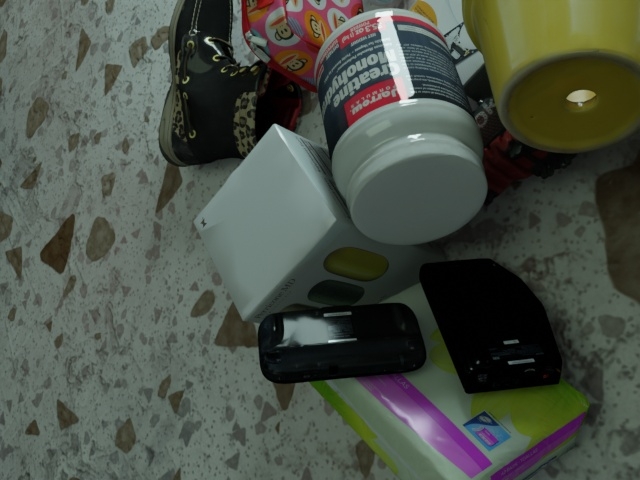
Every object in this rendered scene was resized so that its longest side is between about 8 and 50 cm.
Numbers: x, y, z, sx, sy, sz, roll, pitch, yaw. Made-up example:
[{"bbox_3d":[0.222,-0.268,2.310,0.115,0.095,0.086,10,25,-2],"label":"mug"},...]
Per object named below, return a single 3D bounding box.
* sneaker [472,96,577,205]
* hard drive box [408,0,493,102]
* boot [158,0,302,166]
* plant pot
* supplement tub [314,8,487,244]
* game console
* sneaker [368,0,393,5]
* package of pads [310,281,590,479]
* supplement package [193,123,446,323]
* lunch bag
[{"bbox_3d":[0.231,-0.126,1.060,0.276,0.098,0.135,-28,44,43],"label":"sneaker"},{"bbox_3d":[0.254,-0.342,1.102,0.232,0.089,0.181,-48,53,20],"label":"hard drive box"},{"bbox_3d":[-0.163,-0.316,1.414,0.284,0.138,0.377,11,89,43],"label":"boot"},{"bbox_3d":[0.287,-0.239,0.860,0.254,0.254,0.239,-18,50,36],"label":"plant pot"},{"bbox_3d":[0.100,-0.150,0.985,0.191,0.191,0.272,-34,46,28],"label":"supplement tub"},{"bbox_3d":[0.103,0.107,0.939,0.213,0.361,0.044,-103,11,-55],"label":"game console"},{"bbox_3d":[0.114,-0.512,1.282,0.091,0.094,0.258,1,73,59],"label":"sneaker"},{"bbox_3d":[0.154,0.185,0.953,0.296,0.229,0.101,41,142,39],"label":"package of pads"},{"bbox_3d":[0.000,0.000,1.104,0.199,0.263,0.198,-47,53,21],"label":"supplement package"},{"bbox_3d":[-0.041,-0.413,1.258,0.120,0.258,0.293,-21,65,34],"label":"lunch bag"}]
